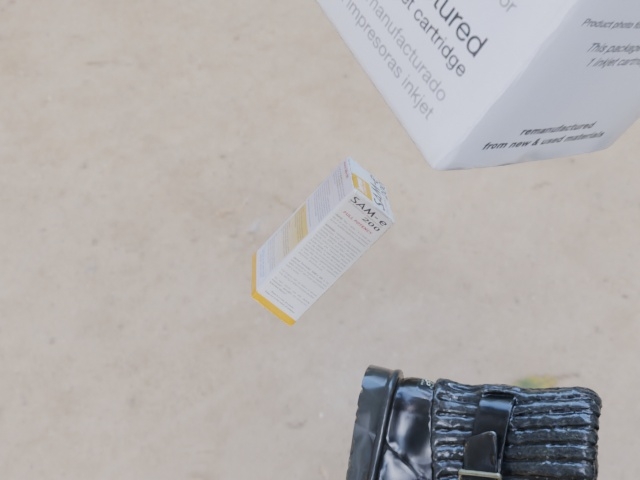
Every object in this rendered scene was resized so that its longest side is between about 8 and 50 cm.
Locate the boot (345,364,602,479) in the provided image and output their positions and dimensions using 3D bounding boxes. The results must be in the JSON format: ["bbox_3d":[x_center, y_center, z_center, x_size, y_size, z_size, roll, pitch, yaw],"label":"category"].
[{"bbox_3d":[0.153,0.308,1.131,0.260,0.348,0.131,9,8,11],"label":"boot"}]

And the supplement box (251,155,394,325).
[{"bbox_3d":[0.000,0.000,0.694,0.036,0.098,0.062,39,18,-18],"label":"supplement box"}]

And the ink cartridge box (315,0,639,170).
[{"bbox_3d":[0.096,-0.190,0.357,0.117,0.278,0.201,-10,59,-42],"label":"ink cartridge box"}]
